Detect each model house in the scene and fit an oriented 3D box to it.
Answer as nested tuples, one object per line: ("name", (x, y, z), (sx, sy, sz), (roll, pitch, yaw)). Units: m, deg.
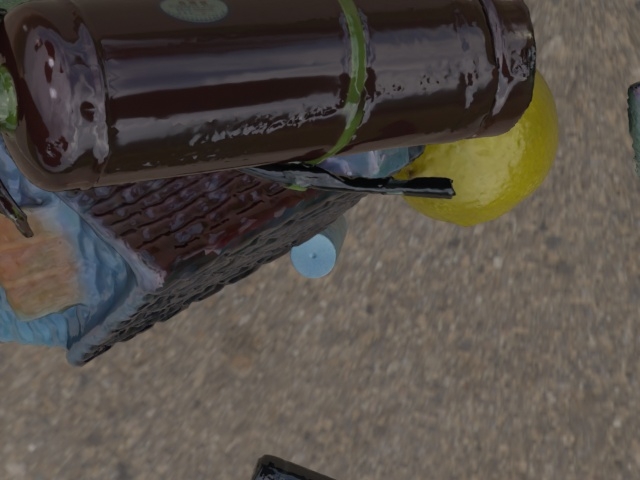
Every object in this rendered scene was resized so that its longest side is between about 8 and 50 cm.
("model house", (-0.129, -0.066, 1.275), (0.339, 0.360, 0.297), (11, 120, 46))

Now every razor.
("razor", (-0.009, 0.284, 1.575), (0.148, 0.054, 0.090), (19, 102, -8))

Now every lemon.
("lemon", (0.150, -0.110, 1.509), (0.178, 0.203, 0.178), (24, 136, 25))

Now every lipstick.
("lipstick", (0.000, 0.000, 1.570), (0.048, 0.158, 0.048), (1, 101, 5))

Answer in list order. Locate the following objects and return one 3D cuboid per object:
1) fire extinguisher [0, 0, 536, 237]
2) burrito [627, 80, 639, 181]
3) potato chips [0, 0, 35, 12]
("fire extinguisher", (-0.048, -0.069, 0.773), (0.105, 0.341, 0.141), (-53, 54, 53))
("burrito", (0.295, 0.007, 1.039), (0.096, 0.066, 0.309), (-14, 120, 47))
("potato chips", (-0.282, -0.259, 1.298), (0.228, 0.059, 0.167), (30, 64, 33))
